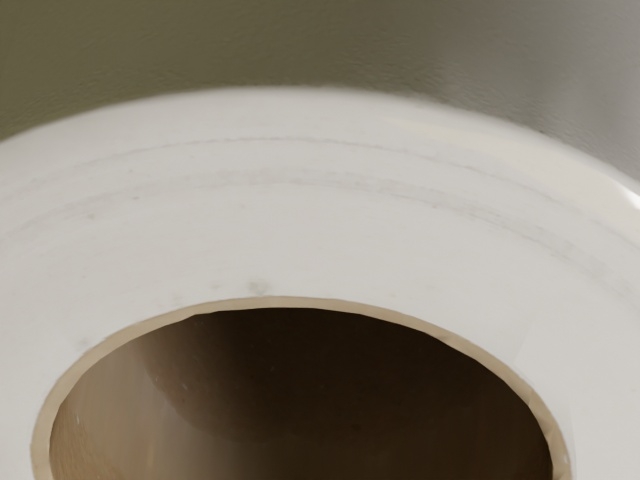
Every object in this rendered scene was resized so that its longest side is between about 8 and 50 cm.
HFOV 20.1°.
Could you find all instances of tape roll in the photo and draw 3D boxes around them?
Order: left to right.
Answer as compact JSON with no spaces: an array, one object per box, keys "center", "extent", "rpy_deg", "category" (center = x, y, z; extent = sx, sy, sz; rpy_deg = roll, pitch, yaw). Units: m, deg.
[{"center":[0.000,0.000,0.492],"extent":[0.246,0.169,0.246],"rpy_deg":[3,135,2],"category":"tape roll"}]
